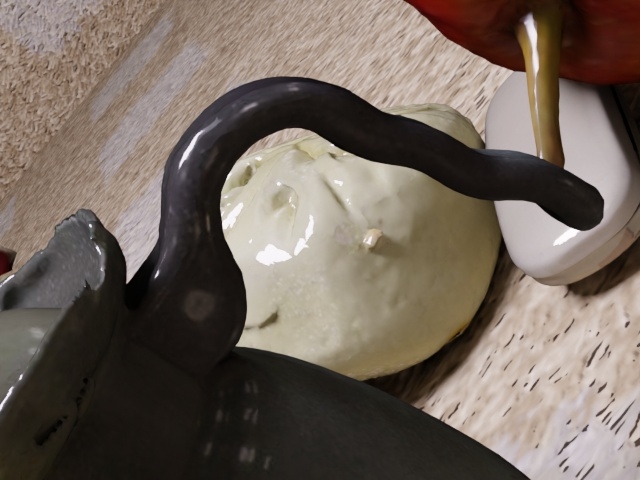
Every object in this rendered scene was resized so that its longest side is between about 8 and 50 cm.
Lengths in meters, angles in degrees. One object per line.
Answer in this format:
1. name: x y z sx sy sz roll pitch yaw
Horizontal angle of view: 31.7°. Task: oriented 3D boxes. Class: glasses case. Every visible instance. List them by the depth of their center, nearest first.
1. glasses case: 0.132 -0.049 0.615 0.081 0.051 0.204 -40 23 27

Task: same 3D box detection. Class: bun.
1. bun: 0.000 0.000 0.686 0.229 0.145 0.229 -46 20 22

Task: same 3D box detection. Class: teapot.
1. teapot: -0.040 0.096 0.396 0.305 0.285 0.223 -41 23 28

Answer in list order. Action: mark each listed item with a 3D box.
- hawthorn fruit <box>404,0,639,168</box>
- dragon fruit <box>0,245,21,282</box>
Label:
1. hawthorn fruit: 0.124 -0.187 0.525 0.287 0.287 0.330 -5 74 63
2. dragon fruit: -0.219 0.172 0.631 0.329 0.329 0.329 -43 22 22
